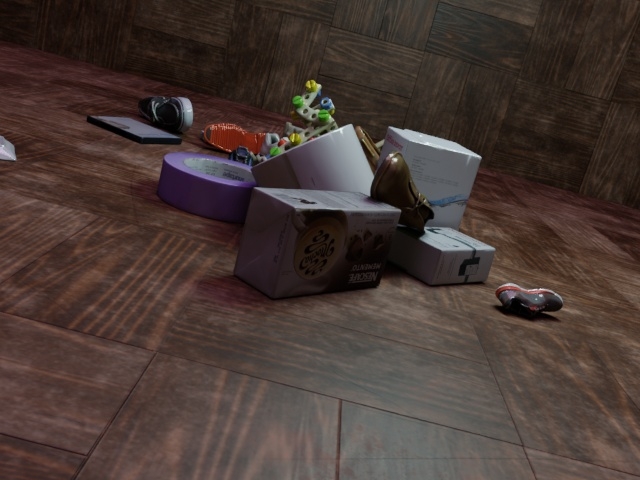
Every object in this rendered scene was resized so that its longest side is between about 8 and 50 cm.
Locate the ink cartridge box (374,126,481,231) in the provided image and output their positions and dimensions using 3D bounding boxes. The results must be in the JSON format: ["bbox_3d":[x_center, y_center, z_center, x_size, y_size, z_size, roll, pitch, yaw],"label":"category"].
[{"bbox_3d":[0.246,-0.124,1.820,0.197,0.270,0.198,11,16,-13],"label":"ink cartridge box"}]

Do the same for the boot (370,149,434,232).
[{"bbox_3d":[0.180,-0.096,1.506,0.115,0.112,0.305,33,-5,20],"label":"boot"}]

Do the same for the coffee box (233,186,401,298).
[{"bbox_3d":[0.000,0.000,1.345,0.119,0.168,0.297,27,19,39],"label":"coffee box"}]

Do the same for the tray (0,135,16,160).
[{"bbox_3d":[-0.832,-0.230,1.626,0.270,0.030,0.145,7,16,-27],"label":"tray"}]

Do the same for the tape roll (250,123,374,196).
[{"bbox_3d":[-0.011,-0.132,1.584,0.246,0.169,0.246,-23,6,2],"label":"tape roll"}]

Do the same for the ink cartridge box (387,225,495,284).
[{"bbox_3d":[0.273,0.031,1.642,0.208,0.087,0.153,0,21,-43],"label":"ink cartridge box"}]

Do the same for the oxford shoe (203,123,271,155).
[{"bbox_3d":[-0.279,-0.330,2.431,0.271,0.097,0.098,10,-4,-33],"label":"oxford shoe"}]

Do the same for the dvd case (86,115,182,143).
[{"bbox_3d":[-0.593,-0.353,2.301,0.253,0.022,0.180,23,17,27],"label":"dvd case"}]

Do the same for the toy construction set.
[{"bbox_3d":[-0.080,-0.281,2.047,0.215,0.327,0.151,54,14,31],"label":"toy construction set"}]

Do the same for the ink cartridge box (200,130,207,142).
[{"bbox_3d":[-0.370,-0.348,2.483,0.063,0.029,0.115,8,18,-27],"label":"ink cartridge box"}]

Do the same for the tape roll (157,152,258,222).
[{"bbox_3d":[-0.244,-0.129,1.715,0.274,0.090,0.275,15,16,-4],"label":"tape roll"}]

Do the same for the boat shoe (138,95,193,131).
[{"bbox_3d":[-0.551,-0.446,2.538,0.119,0.121,0.335,-4,12,-32],"label":"boat shoe"}]

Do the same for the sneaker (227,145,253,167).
[{"bbox_3d":[-0.228,-0.202,1.983,0.081,0.090,0.232,12,15,-11],"label":"sneaker"}]

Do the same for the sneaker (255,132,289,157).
[{"bbox_3d":[-0.096,-0.249,2.232,0.110,0.118,0.292,1,22,-46],"label":"sneaker"}]

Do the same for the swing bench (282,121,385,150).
[{"bbox_3d":[0.038,-0.289,2.425,0.253,0.165,0.254,27,25,35],"label":"swing bench"}]

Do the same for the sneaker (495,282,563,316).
[{"bbox_3d":[0.442,0.139,1.519,0.158,0.061,0.065,10,43,-15],"label":"sneaker"}]

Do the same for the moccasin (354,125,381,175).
[{"bbox_3d":[0.210,-0.189,2.076,0.380,0.147,0.139,39,20,-20],"label":"moccasin"}]
